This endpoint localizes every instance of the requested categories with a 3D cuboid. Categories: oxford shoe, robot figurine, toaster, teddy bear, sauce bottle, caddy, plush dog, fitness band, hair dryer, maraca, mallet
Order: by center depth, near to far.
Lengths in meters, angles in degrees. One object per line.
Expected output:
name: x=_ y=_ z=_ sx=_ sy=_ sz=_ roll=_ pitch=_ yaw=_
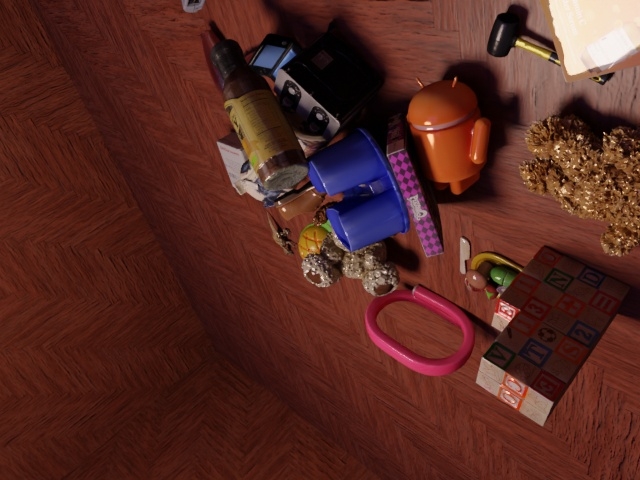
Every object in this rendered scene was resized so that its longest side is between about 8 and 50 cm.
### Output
teddy bear: x=0.454 y=-0.072 z=0.809 sx=0.338 sy=0.113 sz=0.245 roll=42 pitch=153 yaw=17
mallet: x=0.341 y=-0.277 z=0.812 sx=0.190 sy=0.039 sz=0.062 roll=38 pitch=150 yaw=15
robot figurine: x=0.234 y=-0.195 z=0.969 sx=0.158 sy=0.128 sz=0.219 roll=-89 pitch=-19 yaw=-58
toaster: x=0.016 y=-0.322 z=1.099 sx=0.168 sy=0.185 sz=0.110 roll=43 pitch=155 yaw=-1
sauce bottle: x=-0.137 y=-0.270 z=1.116 sx=0.344 sy=0.111 sz=0.111 roll=64 pitch=156 yaw=18
caddy: x=0.091 y=-0.117 z=1.161 sx=0.341 sy=0.179 sz=0.241 roll=-130 pitch=16 yaw=-80
fitness band: x=0.252 y=0.222 z=1.357 sx=0.291 sy=0.209 sz=0.054 roll=29 pitch=144 yaw=34
oxford shoe: x=-0.014 y=-0.118 z=1.383 sx=0.076 sy=0.212 sz=0.076 roll=60 pitch=-165 yaw=-15
hair dryer: x=-0.205 y=-0.454 z=1.391 sx=0.293 sy=0.080 sz=0.223 roll=38 pitch=134 yaw=12
plush dog: x=0.095 y=-0.003 z=1.397 sx=0.262 sy=0.210 sz=0.225 roll=9 pitch=123 yaw=14
maraca: x=0.000 y=0.000 z=1.589 sx=0.127 sy=0.099 sz=0.185 roll=42 pitch=125 yaw=11

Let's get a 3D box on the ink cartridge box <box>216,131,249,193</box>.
ink cartridge box: x=-0.238 y=-0.240 z=1.667 sx=0.127 sy=0.072 sz=0.175 roll=26 pitch=144 yaw=39

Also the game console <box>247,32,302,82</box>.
game console: x=-0.097 y=-0.406 z=1.234 sx=0.122 sy=0.107 sz=0.071 roll=-40 pitch=62 yaw=45

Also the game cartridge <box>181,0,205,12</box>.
game cartridge: x=-0.289 y=-0.636 z=1.156 sx=0.294 sy=0.060 sz=0.196 roll=-157 pitch=58 yaw=-71

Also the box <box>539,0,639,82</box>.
box: x=0.387 y=-0.292 z=0.661 sx=0.170 sy=0.091 sz=0.130 roll=0 pitch=124 yaw=56

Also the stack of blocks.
stack of blocks: x=0.403 y=0.160 z=0.962 sx=0.171 sy=0.297 sz=0.087 roll=31 pitch=147 yaw=31

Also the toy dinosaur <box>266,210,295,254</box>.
toy dinosaur: x=-0.142 y=-0.012 z=1.824 sx=0.093 sy=0.053 sz=0.183 roll=5 pitch=128 yaw=56

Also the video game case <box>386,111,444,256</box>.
video game case: x=0.190 y=-0.117 z=1.065 sx=0.042 sy=0.210 sz=0.232 roll=-18 pitch=118 yaw=17

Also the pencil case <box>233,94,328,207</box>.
pencil case: x=-0.089 y=-0.231 z=1.342 sx=0.160 sy=0.183 sz=0.410 roll=50 pitch=152 yaw=2

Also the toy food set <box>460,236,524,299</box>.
toy food set: x=0.378 y=0.099 z=1.168 sx=0.218 sy=0.071 sz=0.128 roll=33 pitch=147 yaw=31
